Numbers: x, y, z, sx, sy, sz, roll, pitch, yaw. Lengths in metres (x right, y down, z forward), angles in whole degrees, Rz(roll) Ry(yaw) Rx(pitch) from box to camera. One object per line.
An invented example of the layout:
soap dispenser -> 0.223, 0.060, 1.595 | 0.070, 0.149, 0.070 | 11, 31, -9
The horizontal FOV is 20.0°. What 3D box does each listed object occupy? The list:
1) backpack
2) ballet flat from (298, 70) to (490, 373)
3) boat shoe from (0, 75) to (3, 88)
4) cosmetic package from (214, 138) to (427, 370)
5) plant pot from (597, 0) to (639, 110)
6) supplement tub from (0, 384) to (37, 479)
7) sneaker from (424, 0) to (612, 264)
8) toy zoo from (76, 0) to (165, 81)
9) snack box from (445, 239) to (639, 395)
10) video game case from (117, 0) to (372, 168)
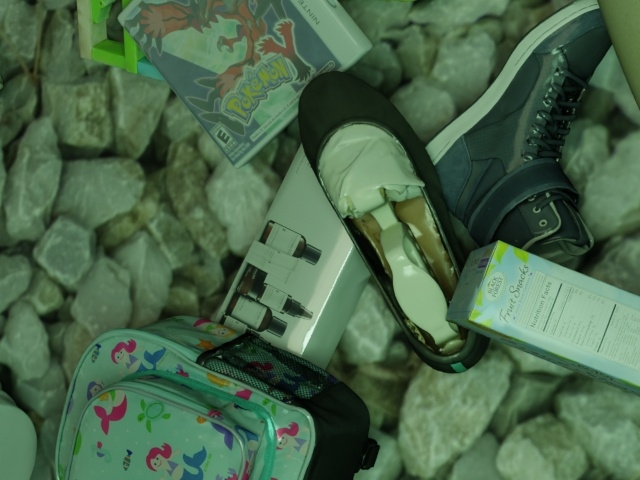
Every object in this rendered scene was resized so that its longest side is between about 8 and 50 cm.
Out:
backpack -> -0.111, 0.187, 1.552 | 0.253, 0.191, 0.225 | 27, 111, 32
ballet flat -> 0.065, -0.017, 1.520 | 0.095, 0.096, 0.280 | -30, 90, 11
boat shoe -> -0.407, -0.257, 1.854 | 0.094, 0.109, 0.302 | -24, 78, 2
cosmetic package -> 0.000, 0.000, 1.617 | 0.099, 0.060, 0.239 | 25, 89, 26
plant pot -> 0.325, -0.193, 1.428 | 0.256, 0.256, 0.274 | -5, 92, 24
supplement tub -> -0.445, 0.152, 1.688 | 0.325, 0.235, 0.235 | 33, 93, 27
sneaker -> 0.200, -0.079, 1.520 | 0.226, 0.086, 0.163 | -48, 52, 18
toy zoo -> -0.103, -0.226, 1.672 | 0.293, 0.030, 0.192 | 17, 124, 27
snack box -> 0.209, 0.069, 1.400 | 0.207, 0.174, 0.070 | 20, 87, -1
video game case -> -0.072, -0.187, 1.631 | 0.183, 0.023, 0.201 | 52, 131, 2
